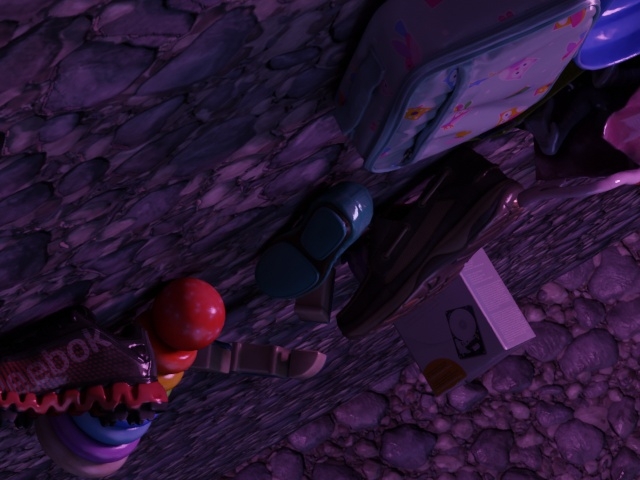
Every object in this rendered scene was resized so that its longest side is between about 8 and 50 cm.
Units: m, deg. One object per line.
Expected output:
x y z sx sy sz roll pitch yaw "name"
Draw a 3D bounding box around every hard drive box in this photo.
0.208 0.107 2.376 0.089 0.232 0.181 -17 161 -46 "hard drive box"

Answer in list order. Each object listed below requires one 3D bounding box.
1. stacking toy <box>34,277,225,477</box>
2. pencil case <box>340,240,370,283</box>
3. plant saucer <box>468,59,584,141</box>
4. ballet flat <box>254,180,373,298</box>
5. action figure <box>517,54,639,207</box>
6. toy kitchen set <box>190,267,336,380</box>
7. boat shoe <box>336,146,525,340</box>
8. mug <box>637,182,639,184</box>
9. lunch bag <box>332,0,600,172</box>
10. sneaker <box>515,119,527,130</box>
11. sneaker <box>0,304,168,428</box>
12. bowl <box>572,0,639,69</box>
-0.225 0.164 1.848 0.141 0.141 0.330 -15 157 -51 "stacking toy"
0.136 0.002 2.146 0.206 0.086 0.088 -32 -158 18 "pencil case"
0.219 -0.183 1.689 0.188 0.045 0.188 -39 165 34 "plant saucer"
0.000 0.000 1.834 0.087 0.083 0.247 -39 177 -35 "ballet flat"
0.452 -0.132 1.841 0.370 0.276 0.248 20 165 -37 "action figure"
-0.087 0.112 2.115 0.207 0.166 0.122 5 172 11 "toy kitchen set"
0.135 0.003 2.042 0.355 0.130 0.132 -45 165 31 "boat shoe"
0.470 -0.154 2.246 0.150 0.113 0.169 -31 165 -5 "mug"
0.128 -0.166 1.390 0.224 0.108 0.279 -27 167 -16 "lunch bag"
0.290 -0.155 1.940 0.047 0.057 0.119 -36 165 33 "sneaker"
-0.306 0.139 1.631 0.276 0.135 0.097 1 168 -22 "sneaker"
0.391 -0.317 1.442 0.391 0.077 0.391 -33 168 -8 "bowl"
